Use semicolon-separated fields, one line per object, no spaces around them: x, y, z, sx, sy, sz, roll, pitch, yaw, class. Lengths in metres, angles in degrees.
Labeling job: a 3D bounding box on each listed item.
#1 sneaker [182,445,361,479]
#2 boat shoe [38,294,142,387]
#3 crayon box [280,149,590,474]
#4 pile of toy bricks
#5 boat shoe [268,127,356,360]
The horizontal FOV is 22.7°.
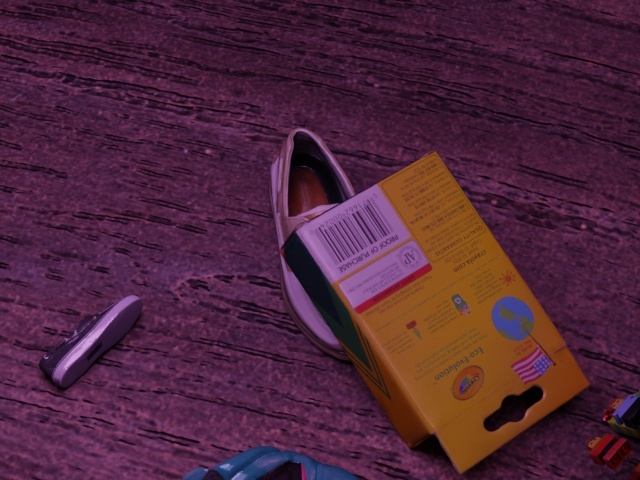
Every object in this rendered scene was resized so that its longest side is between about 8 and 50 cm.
-0.082;0.313;1.591;0.178;0.123;0.295;29;48;14;sneaker
-0.260;0.106;1.808;0.040;0.049;0.142;32;59;23;boat shoe
0.126;0.084;1.765;0.202;0.081;0.318;-29;81;-24;crayon box
0.355;0.194;1.732;0.212;0.118;0.105;-44;24;-19;pile of toy bricks
0.000;0.000;1.864;0.113;0.103;0.302;-13;53;-13;boat shoe
